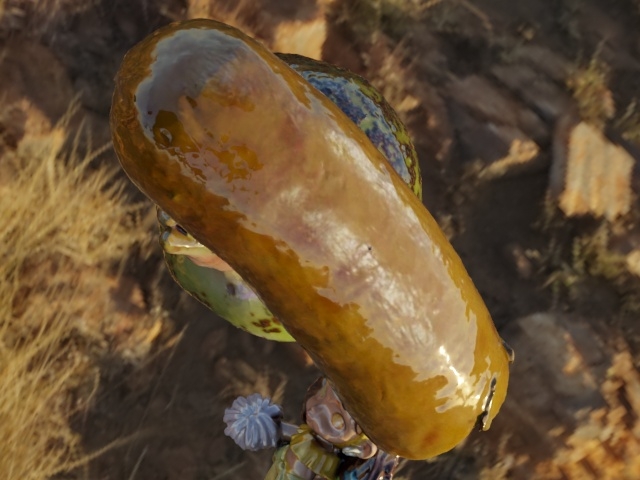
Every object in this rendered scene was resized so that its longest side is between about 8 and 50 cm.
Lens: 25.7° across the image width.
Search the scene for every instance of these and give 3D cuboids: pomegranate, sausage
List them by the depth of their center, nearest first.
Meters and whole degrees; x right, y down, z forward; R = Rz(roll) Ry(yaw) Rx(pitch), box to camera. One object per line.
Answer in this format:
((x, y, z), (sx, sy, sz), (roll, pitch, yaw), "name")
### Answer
((-0.001, 0.001, 0.713), (0.270, 0.109, 0.109), (49, 51, -26), "sausage")
((-0.042, -0.030, 1.011), (0.214, 0.214, 0.248), (56, 29, 12), "pomegranate")

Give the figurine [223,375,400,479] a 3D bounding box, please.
((-0.004, 0.199, 1.281), (0.115, 0.240, 0.175), (32, 20, -33), "figurine")
